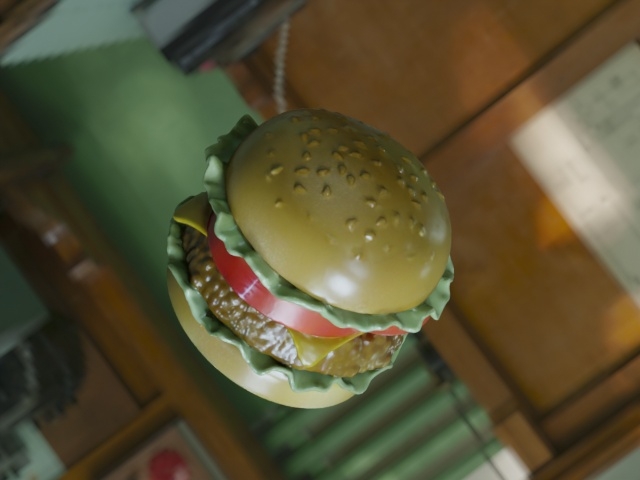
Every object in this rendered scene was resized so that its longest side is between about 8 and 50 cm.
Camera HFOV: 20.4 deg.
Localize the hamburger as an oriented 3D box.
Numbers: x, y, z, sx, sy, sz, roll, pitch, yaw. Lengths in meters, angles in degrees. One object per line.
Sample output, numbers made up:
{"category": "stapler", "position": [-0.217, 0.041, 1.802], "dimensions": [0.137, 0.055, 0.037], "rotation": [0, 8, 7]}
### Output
{"category": "hamburger", "position": [0.000, 0.000, 1.679], "dimensions": [0.274, 0.274, 0.212], "rotation": [-31, 161, -51]}
